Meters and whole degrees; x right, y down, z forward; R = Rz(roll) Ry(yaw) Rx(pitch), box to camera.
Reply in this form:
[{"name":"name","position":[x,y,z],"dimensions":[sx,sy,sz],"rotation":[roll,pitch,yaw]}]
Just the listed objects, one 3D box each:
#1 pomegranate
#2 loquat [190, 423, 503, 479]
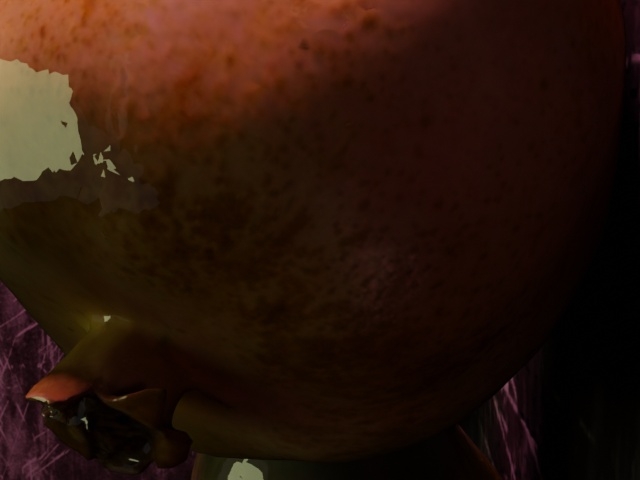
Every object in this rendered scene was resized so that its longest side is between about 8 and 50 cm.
[{"name":"pomegranate","position":[-0.018,-0.046,0.561],"dimensions":[0.319,0.319,0.319],"rotation":[179,90,-84]},{"name":"loquat","position":[0.017,0.162,0.721],"dimensions":[0.179,0.179,0.227],"rotation":[-98,-18,-49]}]
